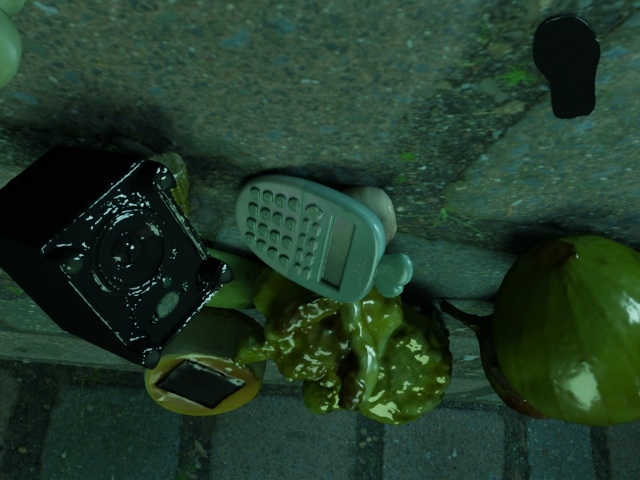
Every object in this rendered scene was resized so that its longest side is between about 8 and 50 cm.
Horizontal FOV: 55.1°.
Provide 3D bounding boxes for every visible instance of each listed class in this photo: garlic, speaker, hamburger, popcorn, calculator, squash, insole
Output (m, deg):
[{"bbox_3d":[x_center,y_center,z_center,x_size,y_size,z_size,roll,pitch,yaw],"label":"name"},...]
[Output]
[{"bbox_3d":[0.041,-0.029,0.959,0.174,0.099,0.124,-7,139,26],"label":"garlic"},{"bbox_3d":[-0.289,0.013,0.818,0.254,0.184,0.232,10,140,39],"label":"speaker"},{"bbox_3d":[-0.253,0.252,1.345,0.276,0.179,0.294,29,126,-30],"label":"hamburger"},{"bbox_3d":[0.014,0.157,1.181,0.321,0.290,0.325,5,142,43],"label":"popcorn"},{"bbox_3d":[0.000,0.000,0.921,0.295,0.042,0.184,24,129,15],"label":"calculator"},{"bbox_3d":[-0.186,0.083,1.243,0.370,0.118,0.118,15,156,-36],"label":"squash"},{"bbox_3d":[0.137,0.282,1.419,0.334,0.292,0.293,13,160,9],"label":"popcorn"},{"bbox_3d":[0.267,-0.180,0.659,0.064,0.004,0.188,-7,157,24],"label":"insole"}]

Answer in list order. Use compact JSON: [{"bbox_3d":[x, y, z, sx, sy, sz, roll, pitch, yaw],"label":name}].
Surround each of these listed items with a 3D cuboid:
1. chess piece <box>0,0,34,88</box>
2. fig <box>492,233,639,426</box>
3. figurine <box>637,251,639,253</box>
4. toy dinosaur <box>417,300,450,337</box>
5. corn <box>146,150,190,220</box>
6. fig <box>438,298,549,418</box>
[{"bbox_3d":[-0.269,-0.162,0.436,0.144,0.251,0.144,2,158,1],"label":"chess piece"},{"bbox_3d":[0.448,0.139,1.057,0.343,0.343,0.343,2,159,1],"label":"fig"},{"bbox_3d":[0.611,0.039,1.132,0.051,0.047,0.083,-2,156,-32],"label":"figurine"},{"bbox_3d":[0.261,0.219,1.587,0.120,0.079,0.292,-11,143,18],"label":"toy dinosaur"},{"bbox_3d":[-0.242,-0.050,0.951,0.086,0.086,0.288,7,156,-12],"label":"corn"},{"bbox_3d":[0.443,0.219,1.412,0.369,0.286,0.286,34,170,23],"label":"fig"}]
